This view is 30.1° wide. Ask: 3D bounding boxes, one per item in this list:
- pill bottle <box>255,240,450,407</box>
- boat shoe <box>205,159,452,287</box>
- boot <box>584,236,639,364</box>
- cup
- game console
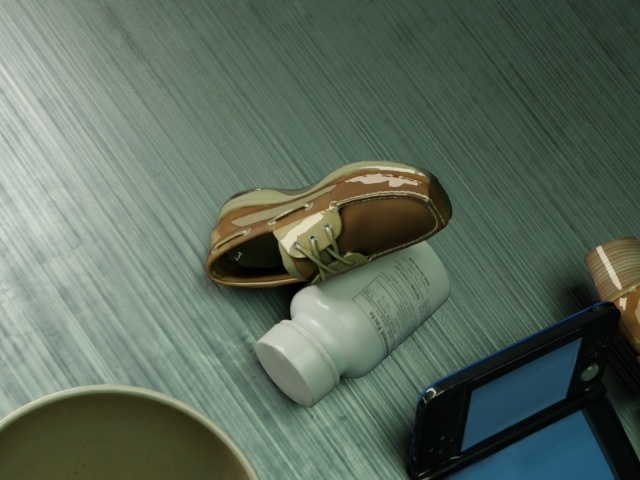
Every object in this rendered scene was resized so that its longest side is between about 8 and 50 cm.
[{"bbox_3d":[0.038,0.092,1.447,0.229,0.131,0.131,-40,84,-24],"label":"pill bottle"},{"bbox_3d":[0.000,0.000,1.385,0.122,0.324,0.120,54,43,-28],"label":"boat shoe"},{"bbox_3d":[0.487,0.093,1.544,0.283,0.109,0.220,-3,61,-40],"label":"boot"},{"bbox_3d":[-0.230,0.336,1.228,0.331,0.237,0.331,5,69,-14],"label":"cup"},{"bbox_3d":[0.271,0.252,1.437,0.293,0.250,0.173,-23,51,-22],"label":"game console"}]
